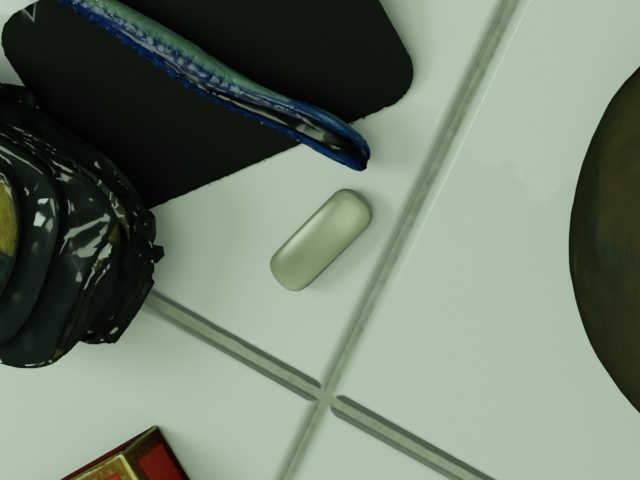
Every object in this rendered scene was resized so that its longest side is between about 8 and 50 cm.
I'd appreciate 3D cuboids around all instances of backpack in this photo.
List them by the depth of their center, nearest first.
[{"bbox_3d":[-0.233,-0.017,1.168,0.258,0.133,0.206,29,118,7],"label":"backpack"}]

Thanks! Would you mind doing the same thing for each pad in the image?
[{"bbox_3d":[-0.109,-0.195,1.127,0.250,0.055,0.323,-21,95,23],"label":"pad"}]

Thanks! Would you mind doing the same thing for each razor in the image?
[{"bbox_3d":[-0.116,-0.120,1.110,0.324,0.093,0.056,20,86,-3],"label":"razor"}]

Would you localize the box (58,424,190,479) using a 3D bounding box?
[{"bbox_3d":[-0.180,0.256,1.251,0.240,0.074,0.153,-31,95,21],"label":"box"}]

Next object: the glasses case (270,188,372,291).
[{"bbox_3d":[0.000,0.000,1.153,0.032,0.021,0.083,46,112,5],"label":"glasses case"}]

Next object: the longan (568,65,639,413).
[{"bbox_3d":[0.268,0.004,0.936,0.300,0.300,0.243,50,139,2],"label":"longan"}]
